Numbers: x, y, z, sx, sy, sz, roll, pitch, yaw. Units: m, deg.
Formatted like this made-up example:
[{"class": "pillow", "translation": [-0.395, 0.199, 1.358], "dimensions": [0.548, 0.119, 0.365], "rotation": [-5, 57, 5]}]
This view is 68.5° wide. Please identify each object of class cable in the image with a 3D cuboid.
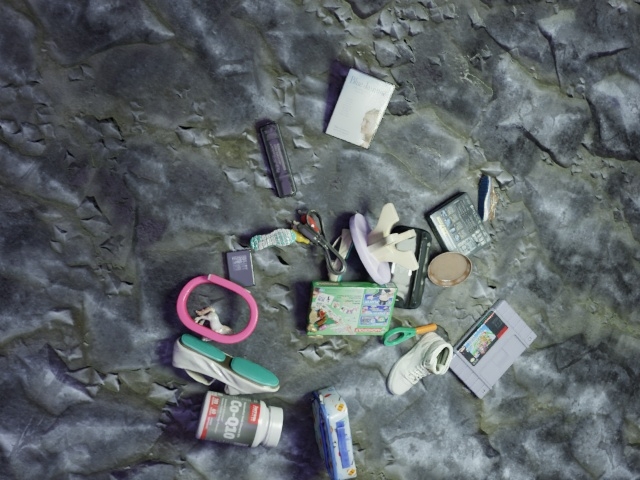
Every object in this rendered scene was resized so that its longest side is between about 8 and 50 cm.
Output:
[{"class": "cable", "translation": [0.000, 0.000, 1.725], "dimensions": [0.287, 0.072, 0.139], "rotation": [42, 81, -1]}]

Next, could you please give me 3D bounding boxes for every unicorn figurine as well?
[{"class": "unicorn figurine", "translation": [-0.379, 0.313, 1.687], "dimensions": [0.111, 0.060, 0.162], "rotation": [-24, 98, -8]}]

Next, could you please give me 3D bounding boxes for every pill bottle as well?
[{"class": "pill bottle", "translation": [-0.286, 0.640, 1.669], "dimensions": [0.283, 0.161, 0.161], "rotation": [14, 90, -12]}]

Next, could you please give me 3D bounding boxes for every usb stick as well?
[{"class": "usb stick", "translation": [-0.153, -0.291, 1.712], "dimensions": [0.077, 0.045, 0.278], "rotation": [-16, 96, -3]}]

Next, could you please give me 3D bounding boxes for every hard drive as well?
[{"class": "hard drive", "translation": [-0.292, 0.105, 1.713], "dimensions": [0.094, 0.022, 0.135], "rotation": [-7, 94, -11]}]

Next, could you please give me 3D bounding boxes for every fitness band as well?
[{"class": "fitness band", "translation": [-0.359, 0.240, 1.651], "dimensions": [0.290, 0.054, 0.209], "rotation": [24, 78, 2]}]

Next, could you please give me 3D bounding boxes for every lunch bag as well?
[{"class": "lunch bag", "translation": [0.045, 0.690, 1.696], "dimensions": [0.114, 0.243, 0.304], "rotation": [-11, 96, -11]}]

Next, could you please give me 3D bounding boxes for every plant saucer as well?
[{"class": "plant saucer", "translation": [0.499, 0.106, 1.824], "dimensions": [0.168, 0.029, 0.169], "rotation": [0, 123, 0]}]

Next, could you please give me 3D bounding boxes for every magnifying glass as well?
[{"class": "magnifying glass", "translation": [0.349, 0.362, 1.834], "dimensions": [0.230, 0.026, 0.092], "rotation": [-11, 137, -20]}]

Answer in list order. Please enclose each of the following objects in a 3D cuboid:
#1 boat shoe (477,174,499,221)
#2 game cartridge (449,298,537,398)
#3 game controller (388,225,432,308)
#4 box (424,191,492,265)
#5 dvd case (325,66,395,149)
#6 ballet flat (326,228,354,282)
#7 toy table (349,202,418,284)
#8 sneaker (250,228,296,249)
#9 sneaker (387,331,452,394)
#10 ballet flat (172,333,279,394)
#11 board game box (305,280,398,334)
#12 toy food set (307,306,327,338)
[{"class": "boat shoe", "translation": [0.671, -0.168, 1.876], "dimensions": [0.066, 0.066, 0.183], "rotation": [-1, 103, -16]}, {"class": "game cartridge", "translation": [0.687, 0.437, 1.908], "dimensions": [0.355, 0.068, 0.230], "rotation": [-45, 104, -6]}, {"class": "game controller", "translation": [0.333, 0.106, 1.827], "dimensions": [0.166, 0.067, 0.320], "rotation": [10, 90, 3]}, {"class": "box", "translation": [0.545, -0.047, 1.854], "dimensions": [0.183, 0.059, 0.233], "rotation": [-33, 99, -8]}, {"class": "dvd case", "translation": [0.144, -0.480, 1.723], "dimensions": [0.180, 0.022, 0.253], "rotation": [18, 113, -11]}, {"class": "ballet flat", "translation": [0.068, 0.068, 1.763], "dimensions": [0.086, 0.086, 0.249], "rotation": [23, 87, -11]}, {"class": "toy table", "translation": [0.233, 0.006, 1.699], "dimensions": [0.160, 0.252, 0.274], "rotation": [-26, 94, 28]}, {"class": "sneaker", "translation": [-0.170, -0.007, 1.702], "dimensions": [0.166, 0.076, 0.065], "rotation": [-8, 93, 0]}, {"class": "sneaker", "translation": [0.380, 0.487, 1.792], "dimensions": [0.108, 0.169, 0.293], "rotation": [40, 86, -12]}, {"class": "ballet flat", "translation": [-0.345, 0.469, 1.676], "dimensions": [0.400, 0.139, 0.139], "rotation": [26, 87, -4]}, {"class": "board game box", "translation": [0.113, 0.254, 1.750], "dimensions": [0.317, 0.046, 0.214], "rotation": [3, 117, -12]}, {"class": "toy food set", "translation": [-0.009, 0.297, 1.714], "dimensions": [0.077, 0.019, 0.122], "rotation": [6, 108, -14]}]
